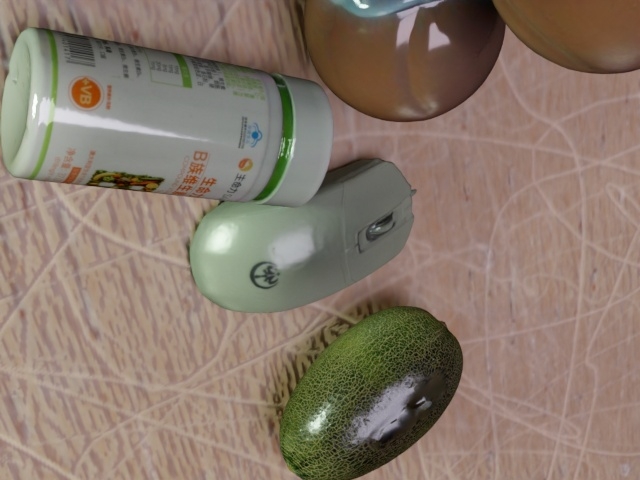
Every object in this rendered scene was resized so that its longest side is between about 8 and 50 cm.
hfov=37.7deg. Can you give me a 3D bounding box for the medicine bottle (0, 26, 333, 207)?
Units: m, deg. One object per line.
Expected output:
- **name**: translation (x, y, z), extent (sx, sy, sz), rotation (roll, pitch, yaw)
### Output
- **medicine bottle**: translation (-0.091, -0.070, 0.566), extent (0.183, 0.086, 0.086), rotation (5, 108, -29)

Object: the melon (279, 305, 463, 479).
- **melon**: translation (0.037, 0.118, 0.712), extent (0.162, 0.099, 0.099), rotation (-42, 124, -8)

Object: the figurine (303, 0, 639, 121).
- **figurine**: translation (0.012, -0.235, 0.464), extent (0.388, 0.276, 0.248), rotation (21, 76, -36)

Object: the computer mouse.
- **computer mouse**: translation (0.000, 0.000, 0.666), extent (0.182, 0.056, 0.089), rotation (-21, 124, -20)
